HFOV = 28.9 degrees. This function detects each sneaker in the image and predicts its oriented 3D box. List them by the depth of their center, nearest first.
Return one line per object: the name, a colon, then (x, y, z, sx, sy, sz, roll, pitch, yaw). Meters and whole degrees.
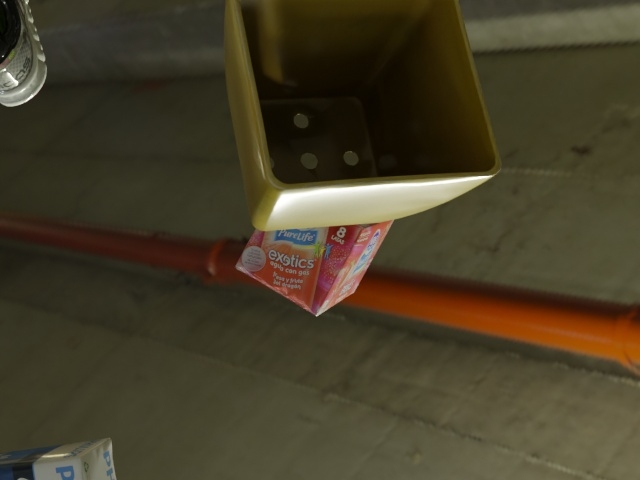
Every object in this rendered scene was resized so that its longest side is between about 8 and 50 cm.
sneaker: (-0.244, -0.181, 0.875, 0.063, 0.170, 0.075, -21, 167, 5)

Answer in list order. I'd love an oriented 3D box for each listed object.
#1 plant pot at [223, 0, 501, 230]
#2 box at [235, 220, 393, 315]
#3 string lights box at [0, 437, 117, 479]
plant pot: (0.013, -0.113, 1.154, 0.212, 0.212, 0.187, -5, 160, -19)
box: (0.000, 0.000, 1.605, 0.128, 0.122, 0.257, -62, 171, 9)
string lights box: (-0.300, 0.255, 1.062, 0.259, 0.133, 0.077, -10, -179, 12)
